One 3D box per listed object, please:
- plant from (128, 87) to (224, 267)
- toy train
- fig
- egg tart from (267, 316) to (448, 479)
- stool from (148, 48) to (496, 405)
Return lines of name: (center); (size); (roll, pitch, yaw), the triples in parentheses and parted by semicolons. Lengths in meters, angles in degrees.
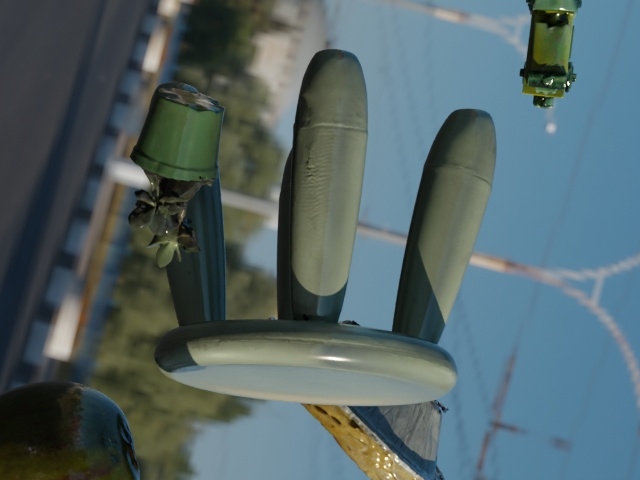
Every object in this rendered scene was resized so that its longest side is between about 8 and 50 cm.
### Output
plant: (-0.085, -0.033, 1.064); (0.051, 0.051, 0.102); (-95, -162, -74)
toy train: (0.198, -0.174, 1.599); (0.081, 0.050, 0.122); (-43, 138, -86)
fig: (-0.279, 0.198, 1.552); (0.151, 0.259, 0.151); (173, -90, -88)
egg tart: (0.042, 0.146, 1.759); (0.094, 0.234, 0.234); (-46, -173, 2)
stool: (0.000, 0.000, 1.224); (0.195, 0.195, 0.198); (-4, -106, 42)
